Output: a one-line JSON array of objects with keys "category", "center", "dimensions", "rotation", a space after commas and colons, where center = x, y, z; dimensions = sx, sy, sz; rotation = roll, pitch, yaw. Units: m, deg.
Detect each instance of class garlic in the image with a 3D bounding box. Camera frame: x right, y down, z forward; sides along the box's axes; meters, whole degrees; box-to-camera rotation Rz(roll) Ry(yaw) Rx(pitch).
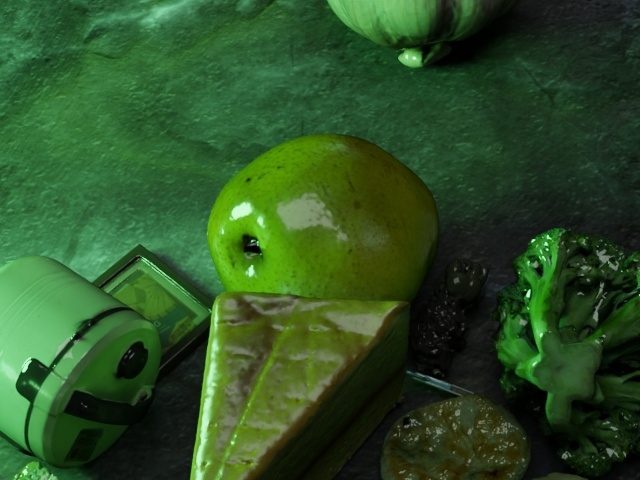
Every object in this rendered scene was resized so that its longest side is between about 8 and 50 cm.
[{"category": "garlic", "center": [0.159, -0.395, 2.289], "dimensions": [0.322, 0.241, 0.322], "rotation": [-11, 47, 12]}]

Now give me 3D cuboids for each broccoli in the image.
[{"category": "broccoli", "center": [0.318, 0.128, 1.897], "dimensions": [0.265, 0.294, 0.245], "rotation": [-21, 9, 24]}]

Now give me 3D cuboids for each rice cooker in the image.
[{"category": "rice cooker", "center": [-0.319, 0.153, 1.936], "dimensions": [0.244, 0.226, 0.226], "rotation": [27, 60, 22]}]

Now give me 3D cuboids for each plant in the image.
[{"category": "plant", "center": [0.163, 0.093, 2.036], "dimensions": [0.085, 0.087, 0.174], "rotation": [40, 60, -21]}]

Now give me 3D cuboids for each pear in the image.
[{"category": "pear", "center": [0.000, 0.000, 1.989], "dimensions": [0.294, 0.294, 0.294], "rotation": [-1, 54, 2]}]

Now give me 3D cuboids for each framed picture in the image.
[{"category": "framed picture", "center": [-0.226, 0.092, 2.086], "dimensions": [0.168, 0.023, 0.128], "rotation": [37, 63, 25]}]

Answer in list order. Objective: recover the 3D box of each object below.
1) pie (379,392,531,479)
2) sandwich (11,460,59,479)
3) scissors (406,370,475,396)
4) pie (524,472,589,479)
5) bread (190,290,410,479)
[{"category": "pie", "center": [0.161, 0.263, 1.910], "dimensions": [0.187, 0.041, 0.187], "rotation": [-12, 44, 12]}, {"category": "sandwich", "center": [-0.309, 0.355, 1.848], "dimensions": [0.160, 0.109, 0.184], "rotation": [10, 55, 12]}, {"category": "scissors", "center": [0.149, 0.181, 1.994], "dimensions": [0.119, 0.058, 0.014], "rotation": [20, 85, 2]}, {"category": "pie", "center": [0.251, 0.369, 1.819], "dimensions": [0.201, 0.090, 0.248], "rotation": [27, 56, 24]}, {"category": "bread", "center": [-0.037, 0.266, 1.829], "dimensions": [0.245, 0.233, 0.361], "rotation": [5, 58, 5]}]
